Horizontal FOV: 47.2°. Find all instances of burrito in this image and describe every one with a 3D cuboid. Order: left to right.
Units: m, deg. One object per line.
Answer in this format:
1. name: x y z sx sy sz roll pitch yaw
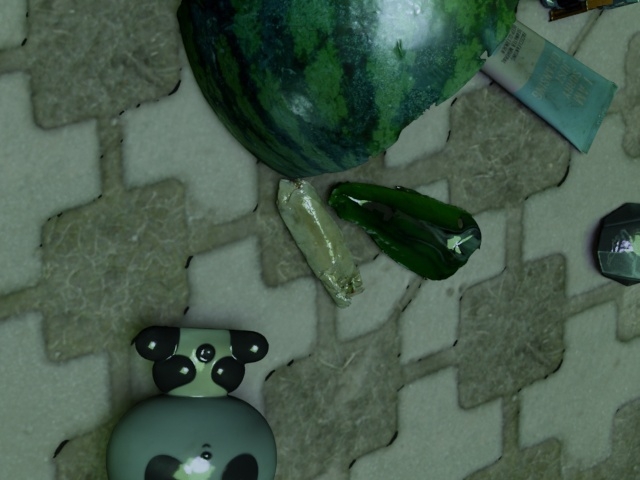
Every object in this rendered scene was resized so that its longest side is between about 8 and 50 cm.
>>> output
1. burrito: 0.001 0.000 0.933 0.058 0.045 0.188 -32 104 -10

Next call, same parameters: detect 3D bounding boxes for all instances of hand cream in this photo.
1. hand cream: 0.274 -0.231 0.976 0.312 0.070 0.111 25 86 -21

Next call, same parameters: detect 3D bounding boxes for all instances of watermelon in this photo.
1. watermelon: 0.028 -0.182 0.809 0.319 0.292 0.222 0 92 -25

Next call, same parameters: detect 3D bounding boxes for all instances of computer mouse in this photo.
1. computer mouse: 0.504 0.008 1.066 0.231 0.071 0.126 -3 97 -16

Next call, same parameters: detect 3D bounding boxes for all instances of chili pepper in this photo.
1. chili pepper: 0.106 -0.018 0.954 0.216 0.062 0.108 21 90 -15

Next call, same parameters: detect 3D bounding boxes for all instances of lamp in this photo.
1. lamp: -0.146 0.223 0.853 0.198 0.198 0.243 4 86 -17

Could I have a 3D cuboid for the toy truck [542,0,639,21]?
1. toy truck: 0.354 -0.393 0.973 0.115 0.080 0.177 -14 101 -19
